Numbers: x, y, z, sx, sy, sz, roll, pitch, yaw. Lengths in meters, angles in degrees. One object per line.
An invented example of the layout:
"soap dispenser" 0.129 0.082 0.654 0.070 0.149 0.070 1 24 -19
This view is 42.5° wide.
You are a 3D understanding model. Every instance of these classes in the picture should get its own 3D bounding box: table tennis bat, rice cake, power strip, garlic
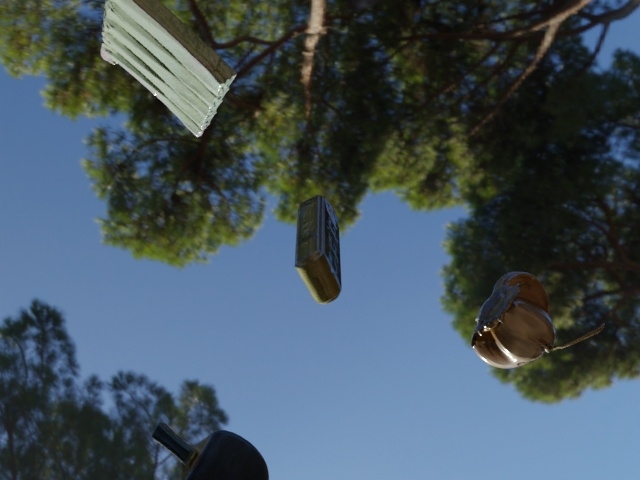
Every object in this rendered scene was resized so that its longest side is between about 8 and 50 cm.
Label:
"table tennis bat" -0.189 0.374 1.350 0.021 0.274 0.154 40 -102 -48
"rice cake" -0.216 -0.249 1.134 0.198 0.189 0.037 38 -119 -3
"power strip" 0.000 0.000 1.486 0.066 0.387 0.092 -24 -72 8
"garlic" 0.430 0.162 1.691 0.207 0.257 0.207 5 -96 -51
